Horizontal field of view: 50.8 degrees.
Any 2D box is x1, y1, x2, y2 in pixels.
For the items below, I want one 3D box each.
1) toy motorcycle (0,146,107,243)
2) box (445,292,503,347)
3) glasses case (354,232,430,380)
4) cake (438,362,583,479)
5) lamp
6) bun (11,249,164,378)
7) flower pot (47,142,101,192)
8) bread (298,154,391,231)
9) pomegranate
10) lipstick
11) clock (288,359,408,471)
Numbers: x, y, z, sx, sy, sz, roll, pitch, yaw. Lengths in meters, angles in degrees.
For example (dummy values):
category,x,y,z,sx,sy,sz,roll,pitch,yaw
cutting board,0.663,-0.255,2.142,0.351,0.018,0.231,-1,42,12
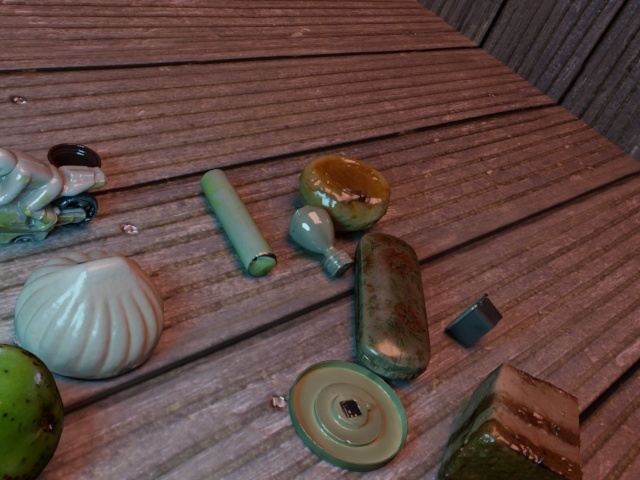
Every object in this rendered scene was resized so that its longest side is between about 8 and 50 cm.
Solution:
category,x,y,z,sx,sy,sz,roll,pitch,yaw
toy motorcycle,-0.571,-0.085,1.258,0.341,0.223,0.108,-8,51,-40
box,0.357,0.187,1.557,0.069,0.122,0.084,48,42,9
glasses case,0.155,0.133,1.514,0.157,0.098,0.425,16,37,-10
cake,0.365,0.360,1.278,0.199,0.196,0.293,27,38,4
lamp,0.000,0.000,1.595,0.106,0.106,0.193,-17,64,-43
bun,-0.392,0.096,1.180,0.263,0.175,0.263,17,36,-13
flower pot,-0.535,-0.143,1.455,0.111,0.089,0.111,16,37,-12
bread,0.059,-0.112,1.733,0.244,0.134,0.244,14,41,-13
pomegranate,-0.488,0.255,0.934,0.248,0.214,0.214,-9,37,11
lipstick,-0.192,-0.044,1.550,0.076,0.076,0.304,-6,47,-35
clock,0.054,0.325,1.279,0.235,0.029,0.235,16,37,-13
